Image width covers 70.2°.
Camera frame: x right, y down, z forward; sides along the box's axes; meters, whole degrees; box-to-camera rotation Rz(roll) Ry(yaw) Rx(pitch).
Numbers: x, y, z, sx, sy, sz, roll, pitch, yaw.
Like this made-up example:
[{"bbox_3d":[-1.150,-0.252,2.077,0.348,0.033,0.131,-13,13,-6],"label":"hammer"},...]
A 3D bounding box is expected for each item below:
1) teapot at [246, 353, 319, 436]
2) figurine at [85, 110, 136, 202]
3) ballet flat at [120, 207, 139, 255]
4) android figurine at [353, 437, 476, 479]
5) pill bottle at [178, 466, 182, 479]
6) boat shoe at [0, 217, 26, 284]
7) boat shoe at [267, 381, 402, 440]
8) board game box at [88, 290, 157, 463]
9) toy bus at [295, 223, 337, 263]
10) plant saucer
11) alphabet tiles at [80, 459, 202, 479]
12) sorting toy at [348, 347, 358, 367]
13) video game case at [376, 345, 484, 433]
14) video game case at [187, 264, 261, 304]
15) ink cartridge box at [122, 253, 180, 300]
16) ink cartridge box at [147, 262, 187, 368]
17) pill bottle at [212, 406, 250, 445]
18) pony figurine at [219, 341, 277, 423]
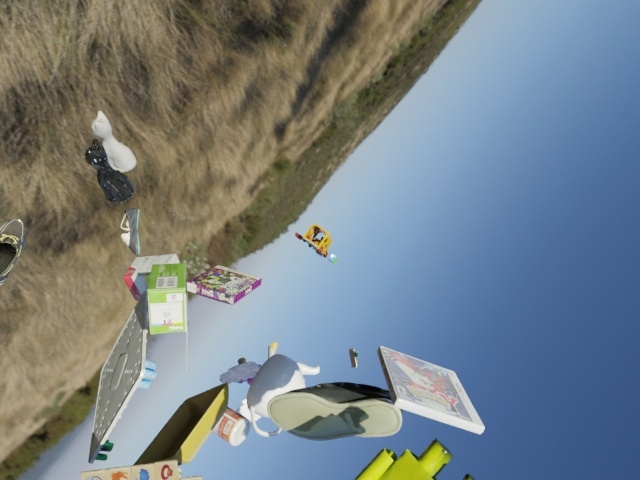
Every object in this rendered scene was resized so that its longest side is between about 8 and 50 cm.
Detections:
[{"bbox_3d":[-0.144,0.566,1.700,0.256,0.187,0.252,-64,161,1],"label":"teapot"},{"bbox_3d":[-0.657,-0.265,1.415,0.209,0.092,0.215,83,-4,-54],"label":"figurine"},{"bbox_3d":[-0.752,-0.035,1.797,0.074,0.074,0.203,-39,-125,56],"label":"ballet flat"},{"bbox_3d":[0.143,0.473,0.756,0.273,0.056,0.248,-45,-147,-3],"label":"android figurine"},{"bbox_3d":[-0.609,1.012,1.743,0.136,0.136,0.246,-44,-140,38],"label":"pill bottle"},{"bbox_3d":[-0.950,0.025,1.382,0.068,0.081,0.228,-33,-133,43],"label":"boat shoe"},{"bbox_3d":[0.038,0.408,1.130,0.340,0.127,0.113,-11,-171,20],"label":"boat shoe"},{"bbox_3d":[-0.621,0.421,1.451,0.390,0.050,0.390,-57,-149,18],"label":"board game box"},{"bbox_3d":[0.001,0.000,2.027,0.104,0.191,0.202,-54,-154,-4],"label":"toy bus"},{"bbox_3d":[-0.489,0.699,1.661,0.332,0.081,0.333,-32,-166,37],"label":"plant saucer"},{"bbox_3d":[-0.474,0.696,1.167,0.011,0.342,0.285,-124,-147,-72],"label":"alphabet tiles"},{"bbox_3d":[0.112,0.383,1.486,0.083,0.012,0.062,132,-47,-71],"label":"sorting toy"},{"bbox_3d":[0.228,0.312,0.969,0.183,0.201,0.023,-101,-146,-69],"label":"video game case"},{"bbox_3d":[-0.374,0.170,1.784,0.232,0.210,0.042,-34,135,-66],"label":"video game case"},{"bbox_3d":[-0.643,0.143,1.779,0.176,0.127,0.128,-6,-146,12],"label":"ink cartridge box"},{"bbox_3d":[-0.422,0.215,1.279,0.189,0.097,0.255,-130,-139,-66],"label":"ink cartridge box"},{"bbox_3d":[-0.420,0.784,1.973,0.121,0.216,0.121,-32,131,-47],"label":"pill bottle"},{"bbox_3d":[-0.297,0.666,2.224,0.351,0.303,0.363,-23,-163,-15],"label":"pony figurine"}]
